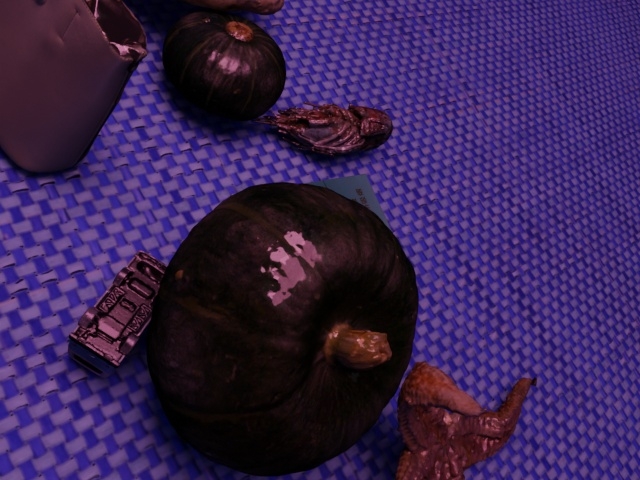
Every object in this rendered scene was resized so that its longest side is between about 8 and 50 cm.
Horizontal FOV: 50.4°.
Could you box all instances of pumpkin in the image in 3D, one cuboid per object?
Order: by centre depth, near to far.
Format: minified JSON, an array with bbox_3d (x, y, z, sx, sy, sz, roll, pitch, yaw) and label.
[{"bbox_3d":[-0.027,0.093,0.695,0.300,0.207,0.300,-18,117,-40],"label":"pumpkin"},{"bbox_3d":[-0.126,-0.231,0.899,0.167,0.125,0.167,11,54,-16],"label":"pumpkin"}]

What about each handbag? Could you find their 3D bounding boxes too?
[{"bbox_3d":[-0.277,-0.221,0.668,0.241,0.315,0.109,51,51,2],"label":"handbag"}]

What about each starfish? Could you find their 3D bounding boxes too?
[{"bbox_3d":[0.165,0.276,0.783,0.398,0.132,0.384,53,40,-50],"label":"starfish"}]

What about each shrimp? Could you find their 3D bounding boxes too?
[{"bbox_3d":[0.002,-0.161,0.981,0.233,0.079,0.090,1,59,-28],"label":"shrimp"}]

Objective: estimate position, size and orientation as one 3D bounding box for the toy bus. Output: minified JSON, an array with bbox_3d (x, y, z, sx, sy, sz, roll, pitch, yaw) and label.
[{"bbox_3d":[-0.204,0.078,0.705,0.060,0.075,0.123,35,50,-6],"label":"toy bus"}]

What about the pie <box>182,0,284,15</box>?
[{"bbox_3d":[-0.201,-0.413,0.933,0.339,0.077,0.339,18,33,-13],"label":"pie"}]

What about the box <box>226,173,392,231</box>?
[{"bbox_3d":[0.000,0.000,0.908,0.229,0.041,0.162,-12,72,-37],"label":"box"}]
